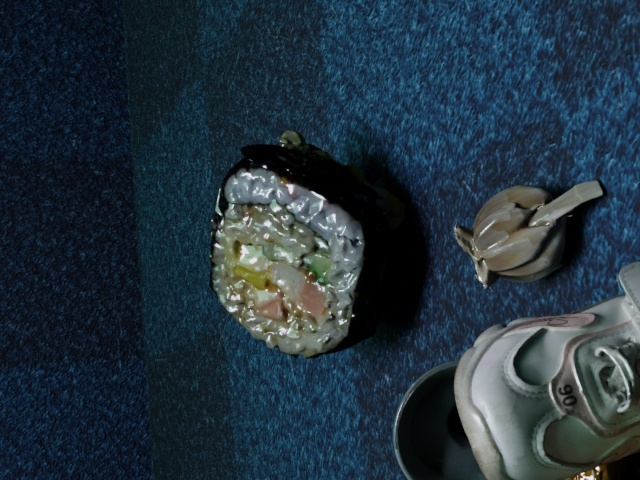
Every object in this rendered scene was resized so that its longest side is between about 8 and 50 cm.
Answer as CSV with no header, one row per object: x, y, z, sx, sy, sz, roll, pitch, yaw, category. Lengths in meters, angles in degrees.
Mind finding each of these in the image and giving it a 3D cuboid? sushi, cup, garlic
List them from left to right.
0.000,0.000,1.777,0.328,0.285,0.328,19,118,23,sushi
0.187,0.258,1.489,0.150,0.199,0.199,-168,79,-83,cup
0.278,-0.027,1.368,0.194,0.127,0.131,-41,69,25,garlic

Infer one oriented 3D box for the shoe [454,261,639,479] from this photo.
0.298,0.123,1.045,0.198,0.351,0.172,-33,80,52,shoe

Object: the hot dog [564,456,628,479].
0.315,0.290,1.282,0.160,0.099,0.227,-2,85,64,hot dog
